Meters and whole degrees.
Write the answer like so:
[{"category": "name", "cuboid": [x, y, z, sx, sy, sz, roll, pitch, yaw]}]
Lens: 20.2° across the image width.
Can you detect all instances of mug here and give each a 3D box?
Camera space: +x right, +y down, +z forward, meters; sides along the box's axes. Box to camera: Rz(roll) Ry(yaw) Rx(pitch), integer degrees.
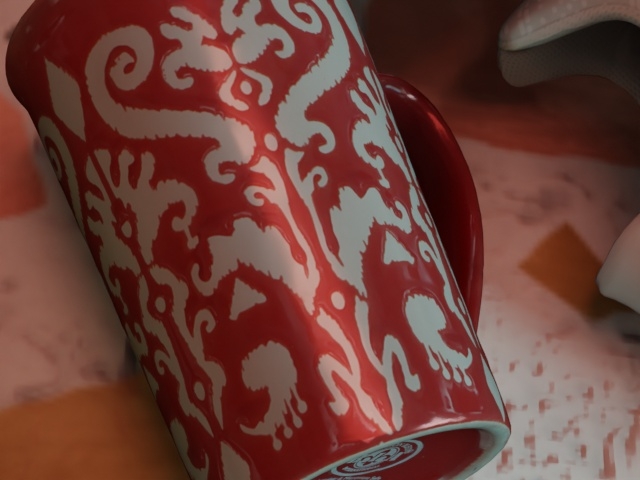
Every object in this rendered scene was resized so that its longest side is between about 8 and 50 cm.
[{"category": "mug", "cuboid": [0.000, -0.004, 0.551, 0.150, 0.113, 0.169, -14, 66, -20]}]

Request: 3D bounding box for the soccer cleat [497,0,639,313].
[{"category": "soccer cleat", "cuboid": [0.180, 0.025, 0.593, 0.143, 0.116, 0.331, -30, 70, -5]}]
